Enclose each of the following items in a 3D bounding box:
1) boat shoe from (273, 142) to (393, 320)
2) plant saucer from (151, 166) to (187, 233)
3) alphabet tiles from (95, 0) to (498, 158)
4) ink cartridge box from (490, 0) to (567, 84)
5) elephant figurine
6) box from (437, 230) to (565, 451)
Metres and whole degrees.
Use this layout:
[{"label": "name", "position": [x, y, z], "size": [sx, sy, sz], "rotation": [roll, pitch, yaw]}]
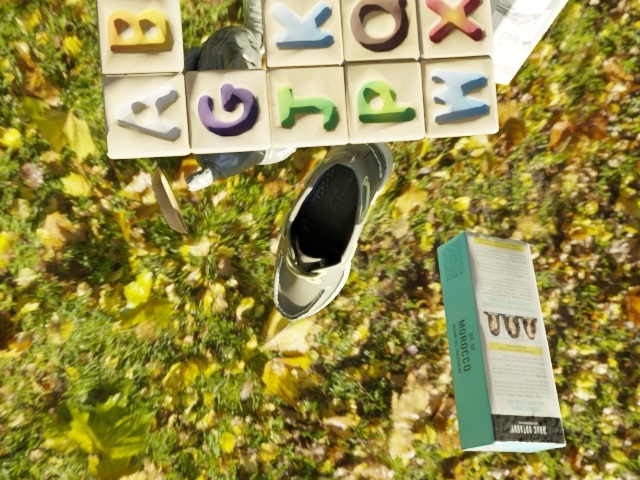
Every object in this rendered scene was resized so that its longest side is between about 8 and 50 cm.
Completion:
[{"label": "boat shoe", "position": [-0.004, -0.002, 0.871], "size": [0.109, 0.091, 0.305], "rotation": [31, 123, 10]}, {"label": "plant saucer", "position": [-0.177, -0.044, 0.759], "size": [0.015, 0.083, 0.083], "rotation": [-23, 93, -6]}, {"label": "alphabet tiles", "position": [-0.014, -0.165, 0.328], "size": [0.199, 0.009, 0.237], "rotation": [-5, 92, -7]}, {"label": "ink cartridge box", "position": [0.315, -0.406, 1.088], "size": [0.115, 0.198, 0.272], "rotation": [44, 119, 22]}, {"label": "elephant figurine", "position": [-0.134, -0.225, 0.944], "size": [0.170, 0.186, 0.239], "rotation": [-12, 116, -2]}, {"label": "box", "position": [0.204, 0.116, 0.763], "size": [0.101, 0.060, 0.244], "rotation": [10, 63, -23]}]
